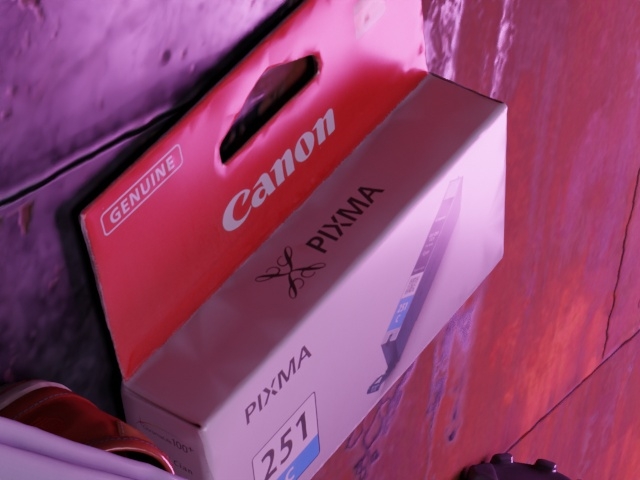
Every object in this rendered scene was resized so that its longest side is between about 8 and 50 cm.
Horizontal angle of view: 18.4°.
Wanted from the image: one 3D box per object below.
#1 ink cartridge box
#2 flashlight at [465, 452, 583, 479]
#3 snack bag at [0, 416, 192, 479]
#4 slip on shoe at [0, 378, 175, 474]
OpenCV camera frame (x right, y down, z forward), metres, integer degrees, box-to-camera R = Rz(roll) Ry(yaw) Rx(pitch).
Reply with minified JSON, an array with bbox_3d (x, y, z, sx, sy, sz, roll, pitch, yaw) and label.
[{"bbox_3d":[0.000,0.000,1.104,0.296,0.066,0.261,-47,149,-32],"label":"ink cartridge box"},{"bbox_3d":[0.143,0.320,1.575,0.103,0.103,0.304,-19,129,-53],"label":"flashlight"},{"bbox_3d":[-0.191,0.218,0.739,0.342,0.037,0.323,-60,147,2],"label":"snack bag"},{"bbox_3d":[-0.174,0.188,0.863,0.331,0.101,0.123,-52,139,-40],"label":"slip on shoe"}]
